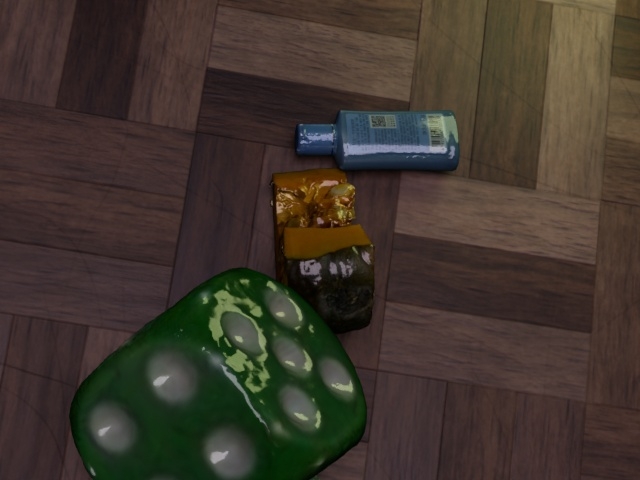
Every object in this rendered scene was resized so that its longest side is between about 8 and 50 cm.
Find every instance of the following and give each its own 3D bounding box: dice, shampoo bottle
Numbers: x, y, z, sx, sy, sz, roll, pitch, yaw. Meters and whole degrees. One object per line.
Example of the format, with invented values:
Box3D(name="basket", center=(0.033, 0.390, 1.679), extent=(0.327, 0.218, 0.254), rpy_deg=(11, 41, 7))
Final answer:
Box3D(name="dice", center=(-0.139, 0.232, 1.773), extent=(0.297, 0.287, 0.300), rpy_deg=(-39, 83, 24))
Box3D(name="shampoo bottle", center=(0.088, -0.160, 2.071), extent=(0.258, 0.061, 0.104), rpy_deg=(0, 66, -8))

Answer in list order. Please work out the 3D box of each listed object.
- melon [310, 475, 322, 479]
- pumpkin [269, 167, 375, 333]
Box3D(name="melon", center=(-0.027, 0.399, 1.931), extent=(0.262, 0.053, 0.114), rpy_deg=(44, 93, 9))
Box3D(name="pumpkin", center=(-0.001, 0.000, 1.952), extent=(0.139, 0.190, 0.280), rpy_deg=(-3, 75, -8))
